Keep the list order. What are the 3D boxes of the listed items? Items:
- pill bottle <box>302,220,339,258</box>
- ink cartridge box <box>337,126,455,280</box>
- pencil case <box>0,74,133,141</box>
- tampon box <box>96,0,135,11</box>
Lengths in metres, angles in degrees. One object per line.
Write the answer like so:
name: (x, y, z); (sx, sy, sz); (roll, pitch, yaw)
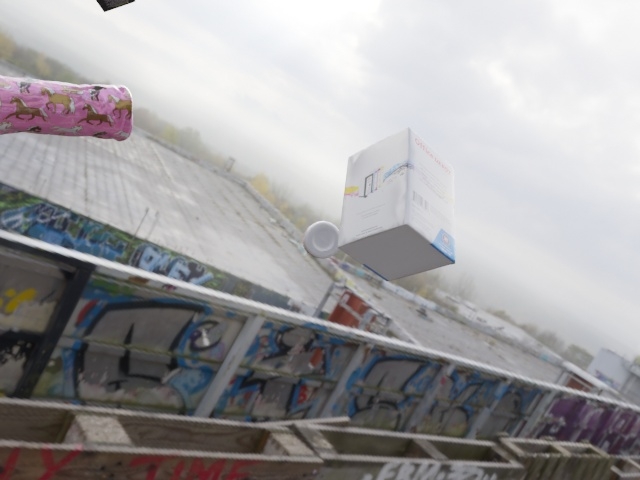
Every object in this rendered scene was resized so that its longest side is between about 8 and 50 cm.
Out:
pill bottle: (0.000, 0.000, 1.929); (0.121, 0.121, 0.216); (29, -4, -4)
ink cartridge box: (0.159, -0.069, 1.163); (0.168, 0.232, 0.171); (-20, -40, 39)
pencil case: (-0.675, -0.332, 1.464); (0.386, 0.160, 0.167); (-6, 32, -36)
tampon box: (-0.607, -0.748, 1.611); (0.161, 0.102, 0.120); (95, -26, -82)
